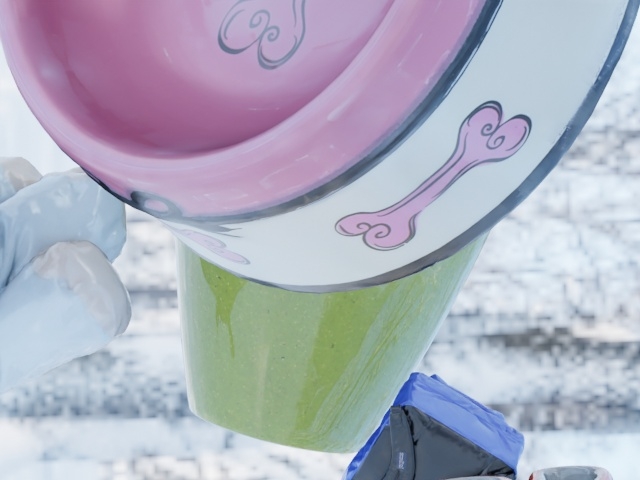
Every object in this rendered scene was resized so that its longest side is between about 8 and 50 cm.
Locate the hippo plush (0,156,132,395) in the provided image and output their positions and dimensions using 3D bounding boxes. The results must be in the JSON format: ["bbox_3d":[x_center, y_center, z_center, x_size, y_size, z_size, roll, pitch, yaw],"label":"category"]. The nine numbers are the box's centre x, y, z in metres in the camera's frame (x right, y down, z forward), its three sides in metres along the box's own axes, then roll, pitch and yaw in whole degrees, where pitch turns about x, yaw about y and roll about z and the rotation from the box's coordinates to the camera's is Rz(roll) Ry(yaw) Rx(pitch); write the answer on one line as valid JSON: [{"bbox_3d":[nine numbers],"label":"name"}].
[{"bbox_3d":[-0.298,0.001,1.192,0.236,0.294,0.234,52,1,-39],"label":"hippo plush"}]

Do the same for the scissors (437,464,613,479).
[{"bbox_3d":[0.081,0.135,0.845,0.297,0.109,0.021,3,83,-77],"label":"scissors"}]

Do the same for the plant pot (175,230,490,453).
[{"bbox_3d":[0.000,0.000,1.323,0.275,0.275,0.293,-139,-117,-81],"label":"plant pot"}]

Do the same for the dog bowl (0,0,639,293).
[{"bbox_3d":[-0.023,-0.182,1.017,0.150,0.408,0.408,17,66,-53],"label":"dog bowl"}]

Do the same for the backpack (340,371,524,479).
[{"bbox_3d":[0.069,0.158,1.155,0.120,0.098,0.101,-59,175,20],"label":"backpack"}]
